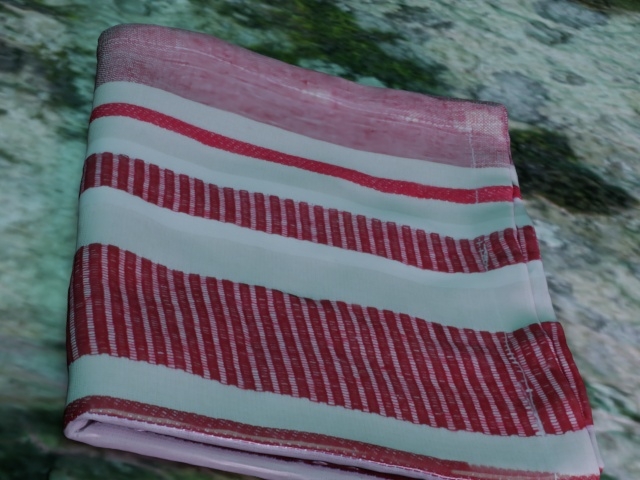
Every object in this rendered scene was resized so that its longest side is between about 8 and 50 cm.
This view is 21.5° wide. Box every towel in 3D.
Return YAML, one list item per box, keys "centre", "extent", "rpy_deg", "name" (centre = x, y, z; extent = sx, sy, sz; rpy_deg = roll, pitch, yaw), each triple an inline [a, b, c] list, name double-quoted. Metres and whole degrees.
- centre: [0.000, 0.000, 0.821]
  extent: [0.237, 0.037, 0.329]
  rpy_deg: [11, 33, -11]
  name: "towel"
